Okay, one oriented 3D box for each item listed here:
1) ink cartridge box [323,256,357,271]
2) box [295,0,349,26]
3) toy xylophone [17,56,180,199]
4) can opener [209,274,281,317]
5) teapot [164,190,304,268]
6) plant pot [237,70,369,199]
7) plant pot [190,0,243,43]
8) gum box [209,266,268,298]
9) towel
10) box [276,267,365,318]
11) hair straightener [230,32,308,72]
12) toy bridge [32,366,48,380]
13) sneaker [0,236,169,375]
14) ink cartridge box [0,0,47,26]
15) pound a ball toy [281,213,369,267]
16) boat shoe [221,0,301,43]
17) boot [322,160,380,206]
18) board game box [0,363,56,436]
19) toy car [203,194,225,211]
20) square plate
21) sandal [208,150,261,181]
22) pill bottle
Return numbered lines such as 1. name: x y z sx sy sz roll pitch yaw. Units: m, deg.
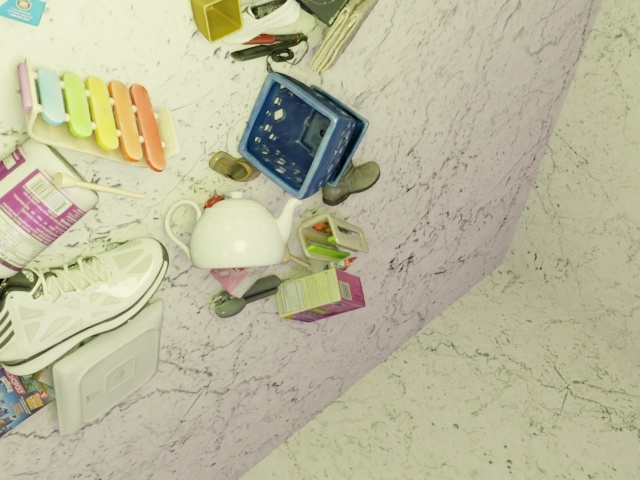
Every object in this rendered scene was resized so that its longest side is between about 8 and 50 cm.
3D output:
1. ink cartridge box: 0.073 0.088 2.076 0.115 0.029 0.063 -11 163 -20
2. box: -0.041 -0.581 1.197 0.165 0.143 0.270 -54 150 12
3. toy xylophone: -0.404 -0.200 1.111 0.081 0.236 0.323 -31 164 30
4. can opener: -0.231 0.189 1.932 0.284 0.095 0.075 -16 139 -43
5. teapot: -0.211 -0.028 1.478 0.256 0.253 0.186 -4 90 -44
6. plant pot: -0.031 -0.266 1.516 0.212 0.236 0.235 -15 138 -55
7. plant pot: -0.213 -0.455 1.181 0.081 0.083 0.081 -34 148 -23
8. gum box: -0.223 0.064 1.777 0.188 0.107 0.062 -48 151 0
9. towel: 0.067 -0.494 1.379 0.187 0.049 0.282 -48 -171 43
10. box: 0.001 0.199 2.115 0.243 0.117 0.214 -18 161 22
11. hair straightener: -0.113 -0.439 1.389 0.230 0.047 0.089 -26 145 -42
12. toy bridge: -0.768 0.379 1.512 0.188 0.026 0.063 -42 151 -10
13. sneaker: -0.556 0.107 1.317 0.448 0.169 0.257 -37 151 -14
14. ink cartridge box: -0.463 -0.433 0.873 0.140 0.082 0.190 1 124 -54
15. pound a ball toy: 0.000 0.000 2.011 0.208 0.135 0.319 -24 162 22
16. boat shoe: -0.134 -0.458 1.227 0.063 0.184 0.066 38 49 -64
17. boot: 0.099 -0.224 1.894 0.247 0.083 0.161 -34 143 -26
18. board game box: -0.760 0.377 1.447 0.194 0.060 0.194 -24 124 -24
19. toy car: -0.279 -0.024 1.653 0.225 0.053 0.239 -55 150 14
20. square plate: -0.573 0.365 1.672 0.344 0.049 0.347 -35 152 -43
21. sandal: -0.213 -0.183 1.548 0.072 0.049 0.180 -56 150 14
22. pill bottle: -0.581 -0.038 1.109 0.301 0.169 0.169 -43 151 -8
